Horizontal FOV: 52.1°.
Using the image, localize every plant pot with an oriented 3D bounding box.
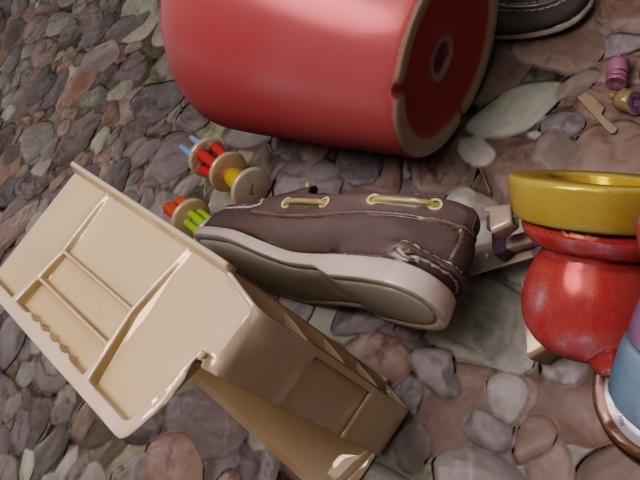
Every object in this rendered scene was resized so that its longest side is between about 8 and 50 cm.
[{"bbox_3d":[0.022,-0.209,0.649,0.243,0.275,0.275,25,80,29],"label":"plant pot"}]

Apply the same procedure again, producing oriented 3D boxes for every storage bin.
[{"bbox_3d":[-0.094,0.085,0.548,0.260,0.262,0.123,29,80,40],"label":"storage bin"}]

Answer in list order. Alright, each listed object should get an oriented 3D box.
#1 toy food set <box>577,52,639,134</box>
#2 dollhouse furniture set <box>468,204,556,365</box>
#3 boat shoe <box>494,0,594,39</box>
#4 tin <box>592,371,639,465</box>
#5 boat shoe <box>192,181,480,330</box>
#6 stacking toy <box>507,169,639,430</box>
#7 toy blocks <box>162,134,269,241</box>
[{"bbox_3d":[0.297,-0.151,0.582,0.122,0.019,0.078,-33,52,13],"label":"toy food set"},{"bbox_3d":[0.146,0.043,0.543,0.081,0.091,0.114,-19,58,41],"label":"dollhouse furniture set"},{"bbox_3d":[0.139,-0.313,0.723,0.112,0.095,0.335,-51,50,-1],"label":"boat shoe"},{"bbox_3d":[0.285,0.099,0.445,0.190,0.040,0.106,-19,61,23],"label":"tin"},{"bbox_3d":[0.000,0.000,0.620,0.324,0.116,0.096,8,63,47],"label":"boat shoe"},{"bbox_3d":[0.261,0.042,0.354,0.280,0.309,0.130,2,102,2],"label":"stacking toy"},{"bbox_3d":[-0.146,-0.064,0.797,0.148,0.054,0.123,35,86,40],"label":"toy blocks"}]
